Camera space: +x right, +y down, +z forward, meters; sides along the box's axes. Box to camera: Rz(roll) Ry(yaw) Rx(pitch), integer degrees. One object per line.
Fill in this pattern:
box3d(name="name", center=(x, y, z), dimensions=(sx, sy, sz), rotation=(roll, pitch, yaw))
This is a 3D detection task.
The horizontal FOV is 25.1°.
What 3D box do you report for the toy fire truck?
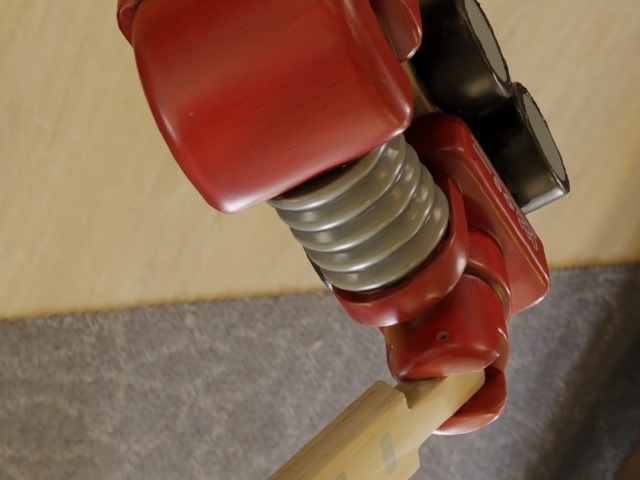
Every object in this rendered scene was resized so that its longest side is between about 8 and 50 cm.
box3d(name="toy fire truck", center=(0.000, 0.000, 0.546), dimensions=(0.158, 0.246, 0.217), rotation=(-24, 127, 17))
